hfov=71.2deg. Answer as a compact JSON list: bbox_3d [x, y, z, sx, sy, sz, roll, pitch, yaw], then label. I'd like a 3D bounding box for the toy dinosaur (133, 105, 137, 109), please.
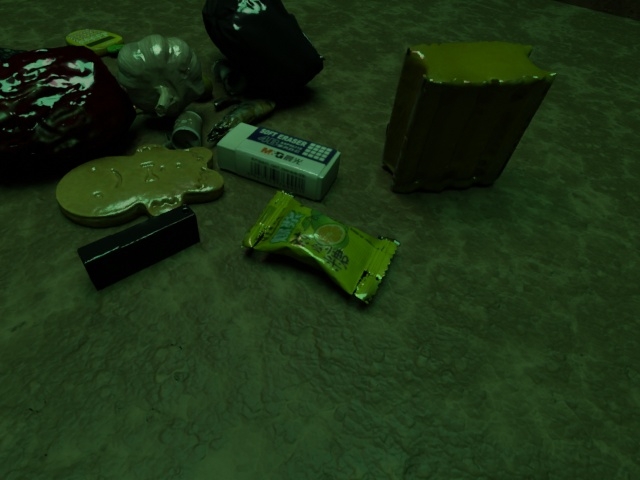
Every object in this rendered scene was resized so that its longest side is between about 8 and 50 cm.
[{"bbox_3d":[-0.450,-0.422,1.286,0.117,0.070,0.288,18,52,11],"label":"toy dinosaur"}]

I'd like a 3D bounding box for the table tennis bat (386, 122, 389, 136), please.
[{"bbox_3d":[0.342,-0.306,1.271,0.310,0.038,0.200,2,46,-5],"label":"table tennis bat"}]

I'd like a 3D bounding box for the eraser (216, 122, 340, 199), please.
[{"bbox_3d":[-0.102,-0.197,1.090,0.279,0.081,0.124,19,47,13],"label":"eraser"}]

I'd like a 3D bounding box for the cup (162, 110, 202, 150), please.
[{"bbox_3d":[-0.351,-0.273,1.159,0.074,0.102,0.099,30,34,-32],"label":"cup"}]

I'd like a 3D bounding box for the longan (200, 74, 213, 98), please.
[{"bbox_3d":[-0.358,-0.453,1.325,0.075,0.083,0.075,1,88,-22],"label":"longan"}]

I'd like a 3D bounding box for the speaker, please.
[{"bbox_3d":[-0.344,0.008,0.868,0.218,0.082,0.044,-30,56,-29],"label":"speaker"}]

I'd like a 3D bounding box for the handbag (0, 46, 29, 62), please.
[{"bbox_3d":[-0.880,-0.530,1.352,0.139,0.072,0.115,-18,47,-38],"label":"handbag"}]

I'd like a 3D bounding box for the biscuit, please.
[{"bbox_3d":[-0.408,-0.136,1.022,0.355,0.052,0.275,-11,48,-17],"label":"biscuit"}]

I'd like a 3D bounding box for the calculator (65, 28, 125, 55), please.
[{"bbox_3d":[-0.757,-0.671,1.515,0.235,0.032,0.146,26,49,20],"label":"calculator"}]

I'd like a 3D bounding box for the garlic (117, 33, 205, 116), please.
[{"bbox_3d":[-0.391,-0.389,1.124,0.219,0.218,0.212,-11,51,-16],"label":"garlic"}]

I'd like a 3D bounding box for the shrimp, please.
[{"bbox_3d":[-0.253,-0.359,1.257,0.169,0.058,0.296,20,44,24],"label":"shrimp"}]

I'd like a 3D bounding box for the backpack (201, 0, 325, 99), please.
[{"bbox_3d":[-0.192,-0.628,1.344,0.255,0.363,0.445,-46,46,3],"label":"backpack"}]

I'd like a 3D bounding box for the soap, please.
[{"bbox_3d":[0.313,-0.269,1.021,0.294,0.335,0.156,-10,55,-10],"label":"soap"}]

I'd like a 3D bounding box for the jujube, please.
[{"bbox_3d":[-0.626,-0.302,1.025,0.377,0.258,0.258,-26,54,-33],"label":"jujube"}]

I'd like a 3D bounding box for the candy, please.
[{"bbox_3d":[0.000,0.000,0.910,0.297,0.081,0.187,21,50,14],"label":"candy"}]

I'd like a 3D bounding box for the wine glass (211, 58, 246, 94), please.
[{"bbox_3d":[-0.277,-0.495,1.351,0.072,0.072,0.155,-16,38,-20],"label":"wine glass"}]
